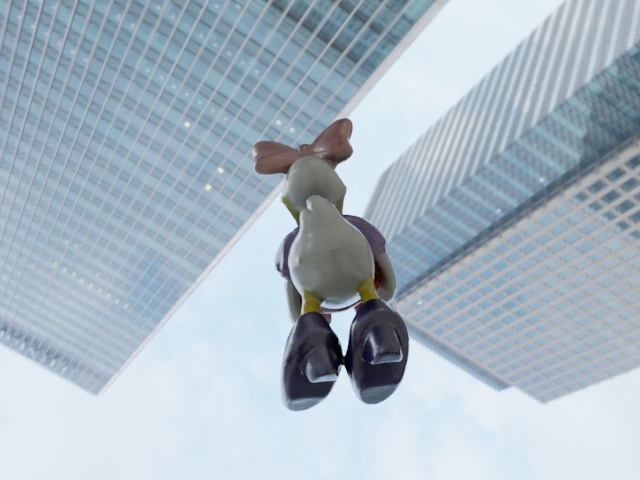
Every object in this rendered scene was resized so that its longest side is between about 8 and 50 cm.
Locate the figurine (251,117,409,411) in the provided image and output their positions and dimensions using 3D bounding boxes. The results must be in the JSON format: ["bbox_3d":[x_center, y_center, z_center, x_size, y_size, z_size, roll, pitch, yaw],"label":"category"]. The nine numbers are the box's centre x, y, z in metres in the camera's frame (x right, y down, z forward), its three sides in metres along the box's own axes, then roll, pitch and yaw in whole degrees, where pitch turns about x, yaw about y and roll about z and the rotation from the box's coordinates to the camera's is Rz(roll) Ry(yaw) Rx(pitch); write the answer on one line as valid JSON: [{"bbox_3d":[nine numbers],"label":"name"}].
[{"bbox_3d":[0.001,0.006,0.969,0.154,0.193,0.420,-14,-147,3],"label":"figurine"}]
